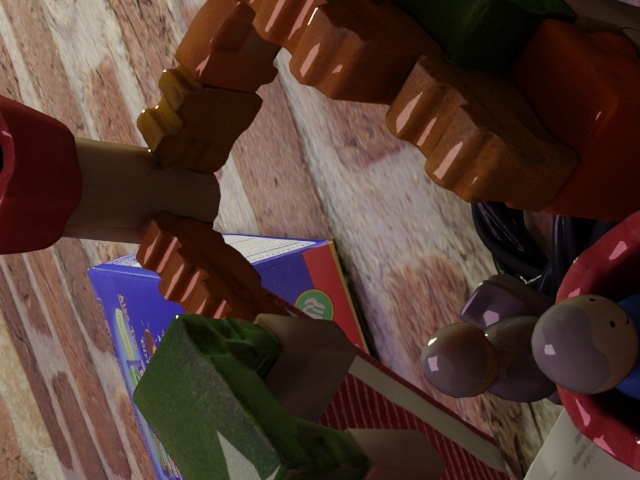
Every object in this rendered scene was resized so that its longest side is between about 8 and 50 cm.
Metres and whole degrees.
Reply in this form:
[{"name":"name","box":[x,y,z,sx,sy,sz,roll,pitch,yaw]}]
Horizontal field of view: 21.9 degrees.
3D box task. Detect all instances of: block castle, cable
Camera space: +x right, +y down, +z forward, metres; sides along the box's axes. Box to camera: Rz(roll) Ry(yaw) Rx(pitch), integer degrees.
[{"name":"block castle","box":[0.000,0.000,0.698,0.453,0.213,0.303,51,120,37]},{"name":"cable","box":[0.101,-0.038,0.833,0.150,0.047,0.184,58,158,28]}]

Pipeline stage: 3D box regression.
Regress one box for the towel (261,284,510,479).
[{"name":"towel","box":[0.039,0.170,0.868,0.237,0.037,0.329,36,-157,-27]}]

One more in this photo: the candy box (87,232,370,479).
[{"name":"candy box","box":[-0.056,0.133,1.303,0.317,0.122,0.268,5,114,69]}]

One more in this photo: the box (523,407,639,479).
[{"name":"box","box":[0.212,0.215,0.796,0.322,0.058,0.232,61,159,24]}]
